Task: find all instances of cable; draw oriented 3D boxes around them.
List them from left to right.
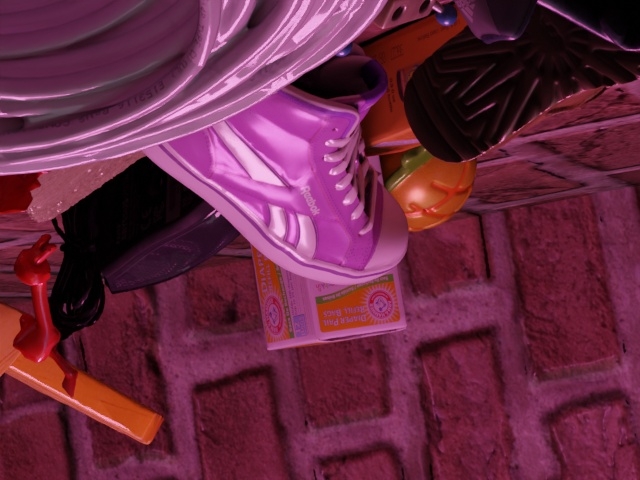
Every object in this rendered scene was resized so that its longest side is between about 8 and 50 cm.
[{"bbox_3d":[-0.102,-0.110,0.690,0.257,0.089,0.257,9,147,-41],"label":"cable"}]

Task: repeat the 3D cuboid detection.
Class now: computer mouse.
[{"bbox_3d":[-0.123,-0.031,1.623,0.072,0.188,0.272,25,144,-33],"label":"computer mouse"}]

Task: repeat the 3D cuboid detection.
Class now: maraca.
[{"bbox_3d":[0.105,-0.072,1.955,0.127,0.099,0.185,-33,167,-26],"label":"maraca"}]

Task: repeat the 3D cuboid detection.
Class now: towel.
[{"bbox_3d":[-0.166,-0.072,1.447,0.148,0.027,0.110,-36,163,-2],"label":"towel"}]

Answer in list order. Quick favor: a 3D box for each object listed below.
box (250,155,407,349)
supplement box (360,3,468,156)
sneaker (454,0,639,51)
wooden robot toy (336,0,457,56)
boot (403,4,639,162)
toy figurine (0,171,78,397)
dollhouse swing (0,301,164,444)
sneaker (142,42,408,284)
[{"bbox_3d":[0.000,0.000,1.930,0.103,0.203,0.114,-7,175,-29],"label":"box"},{"bbox_3d":[0.085,-0.118,1.445,0.080,0.078,0.233,-7,175,-29],"label":"supplement box"},{"bbox_3d":[0.171,-0.152,0.923,0.300,0.121,0.111,-8,175,-23],"label":"sneaker"},{"bbox_3d":[0.032,-0.157,1.042,0.079,0.076,0.173,37,-145,25],"label":"wooden robot toy"},{"bbox_3d":[0.193,-0.146,1.153,0.236,0.089,0.269,-26,180,39],"label":"boot"},{"bbox_3d":[-0.288,-0.026,1.191,0.363,0.191,0.217,-9,-148,21],"label":"toy figurine"},{"bbox_3d":[-0.370,0.152,1.670,0.315,0.305,0.347,-49,-147,-18],"label":"dollhouse swing"},{"bbox_3d":[0.008,-0.059,1.399,0.161,0.102,0.282,-20,145,34],"label":"sneaker"}]
